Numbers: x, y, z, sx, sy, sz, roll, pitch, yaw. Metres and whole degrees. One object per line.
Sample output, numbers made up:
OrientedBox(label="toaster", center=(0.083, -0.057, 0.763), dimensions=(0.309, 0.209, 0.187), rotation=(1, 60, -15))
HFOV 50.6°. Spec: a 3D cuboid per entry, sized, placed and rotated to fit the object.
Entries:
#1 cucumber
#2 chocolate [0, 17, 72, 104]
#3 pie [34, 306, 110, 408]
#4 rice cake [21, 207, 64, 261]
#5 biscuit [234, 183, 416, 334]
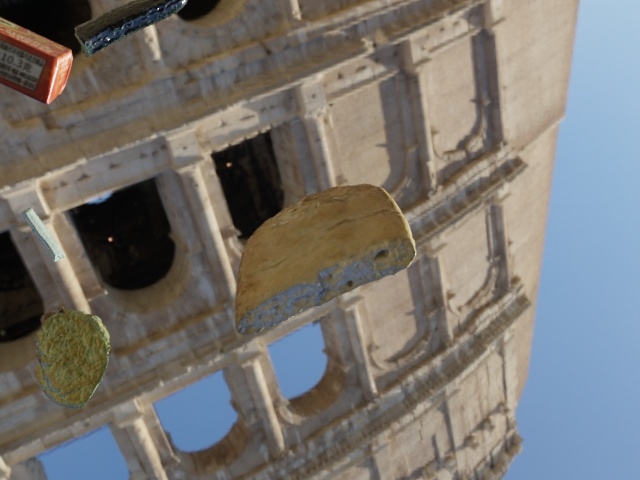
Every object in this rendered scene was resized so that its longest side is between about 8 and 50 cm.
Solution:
OrientedBox(label="cucumber", center=(-0.319, -0.382, 1.157), dimensions=(0.214, 0.052, 0.058), rotation=(-35, -148, -21))
OrientedBox(label="chocolate", center=(-0.664, -0.399, 1.453), dimensions=(0.237, 0.108, 0.235), rotation=(25, -166, -18))
OrientedBox(label="pie", center=(-0.705, 0.330, 1.917), dimensions=(0.257, 0.275, 0.105), rotation=(3, 173, 22))
OrientedBox(label="rice cake", center=(-0.791, -0.016, 1.927), dimensions=(0.029, 0.171, 0.033), rotation=(-22, -165, 38))
OrientedBox(label="biscuit", center=(-0.001, -0.001, 1.613), dimensions=(0.429, 0.104, 0.446), rotation=(-22, -149, 12))
